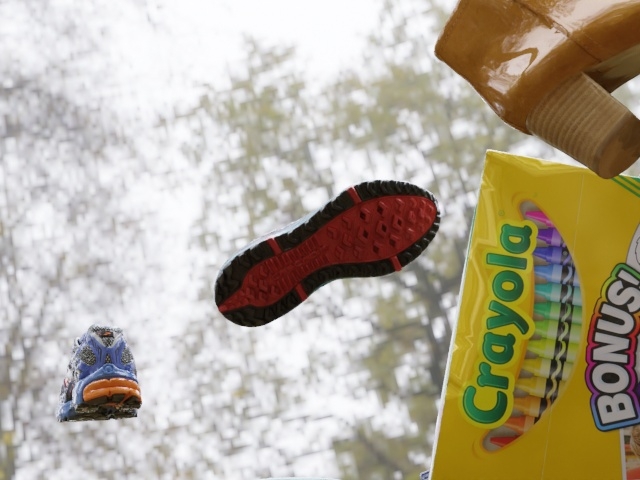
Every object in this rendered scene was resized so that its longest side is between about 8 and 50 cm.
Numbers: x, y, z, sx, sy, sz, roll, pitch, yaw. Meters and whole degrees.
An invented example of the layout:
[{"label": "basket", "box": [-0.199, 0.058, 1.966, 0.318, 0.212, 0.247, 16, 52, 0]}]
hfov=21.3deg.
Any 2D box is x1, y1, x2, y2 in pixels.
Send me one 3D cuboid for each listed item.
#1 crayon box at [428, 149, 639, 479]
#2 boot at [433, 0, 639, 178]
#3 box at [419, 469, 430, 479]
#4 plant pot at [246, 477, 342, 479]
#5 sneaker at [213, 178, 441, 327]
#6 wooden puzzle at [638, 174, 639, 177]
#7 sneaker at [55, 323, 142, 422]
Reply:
[{"label": "crayon box", "box": [0.282, 0.115, 1.639, 0.313, 0.363, 0.106, 11, -27, 2]}, {"label": "boot", "box": [0.236, -0.206, 1.312, 0.295, 0.211, 0.104, -46, -34, 3]}, {"label": "box", "box": [0.191, 0.376, 2.060, 0.036, 0.225, 0.136, -8, -14, -24]}, {"label": "plant pot", "box": [-0.044, 0.401, 1.957, 0.293, 0.235, 0.293, -3, -17, -1]}, {"label": "sneaker", "box": [0.000, 0.000, 1.833, 0.262, 0.125, 0.104, -22, -79, -5]}, {"label": "wooden puzzle", "box": [0.448, 0.005, 2.060, 0.221, 0.044, 0.239, 9, -50, -22]}, {"label": "sneaker", "box": [-0.218, 0.134, 1.702, 0.083, 0.087, 0.221, 1, -12, -18]}]
